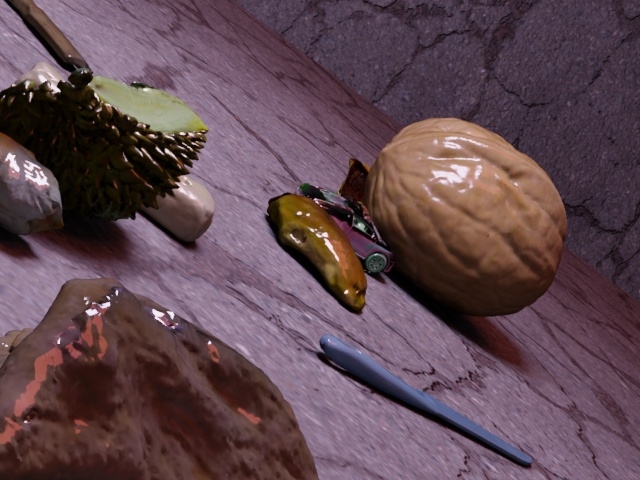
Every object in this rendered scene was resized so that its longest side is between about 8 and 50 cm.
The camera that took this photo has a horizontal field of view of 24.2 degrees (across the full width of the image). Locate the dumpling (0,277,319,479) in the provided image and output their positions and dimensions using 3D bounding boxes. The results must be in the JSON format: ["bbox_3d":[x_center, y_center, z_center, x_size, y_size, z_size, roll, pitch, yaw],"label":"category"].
[{"bbox_3d":[-0.078,0.082,0.755,0.332,0.086,0.166,34,13,-48],"label":"dumpling"}]

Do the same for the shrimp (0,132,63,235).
[{"bbox_3d":[-0.216,-0.034,0.866,0.161,0.049,0.166,33,13,-19],"label":"shrimp"}]

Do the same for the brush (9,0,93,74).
[{"bbox_3d":[-0.296,-0.247,1.529,0.043,0.036,0.248,21,21,-49],"label":"brush"}]

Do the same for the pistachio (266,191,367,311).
[{"bbox_3d":[0.000,0.000,1.469,0.089,0.049,0.173,28,15,-46],"label":"pistachio"}]

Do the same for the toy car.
[{"bbox_3d":[0.030,-0.017,1.633,0.142,0.055,0.069,32,16,-29],"label":"toy car"}]

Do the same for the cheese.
[{"bbox_3d":[-0.167,-0.070,1.212,0.194,0.043,0.065,40,15,-7],"label":"cheese"}]

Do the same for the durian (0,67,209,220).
[{"bbox_3d":[-0.163,-0.060,1.033,0.220,0.137,0.095,26,50,-69],"label":"durian"}]

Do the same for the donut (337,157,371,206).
[{"bbox_3d":[0.078,-0.044,1.909,0.140,0.059,0.140,37,10,-7],"label":"donut"}]

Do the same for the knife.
[{"bbox_3d":[0.098,0.144,1.302,0.313,0.019,0.044,34,9,-39],"label":"knife"}]

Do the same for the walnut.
[{"bbox_3d":[0.166,-0.028,1.754,0.261,0.225,0.225,37,10,-19],"label":"walnut"}]
